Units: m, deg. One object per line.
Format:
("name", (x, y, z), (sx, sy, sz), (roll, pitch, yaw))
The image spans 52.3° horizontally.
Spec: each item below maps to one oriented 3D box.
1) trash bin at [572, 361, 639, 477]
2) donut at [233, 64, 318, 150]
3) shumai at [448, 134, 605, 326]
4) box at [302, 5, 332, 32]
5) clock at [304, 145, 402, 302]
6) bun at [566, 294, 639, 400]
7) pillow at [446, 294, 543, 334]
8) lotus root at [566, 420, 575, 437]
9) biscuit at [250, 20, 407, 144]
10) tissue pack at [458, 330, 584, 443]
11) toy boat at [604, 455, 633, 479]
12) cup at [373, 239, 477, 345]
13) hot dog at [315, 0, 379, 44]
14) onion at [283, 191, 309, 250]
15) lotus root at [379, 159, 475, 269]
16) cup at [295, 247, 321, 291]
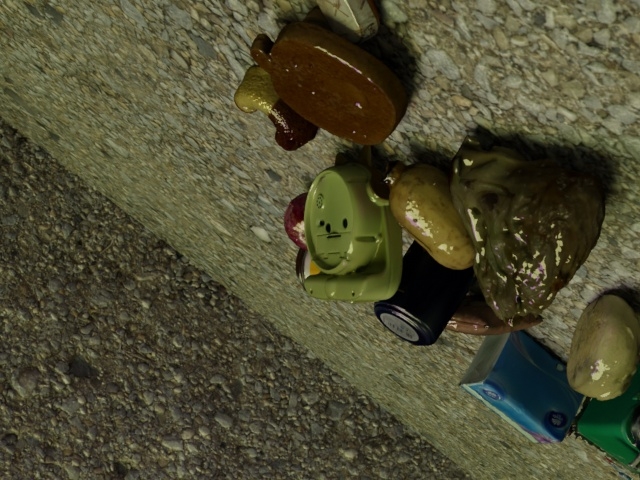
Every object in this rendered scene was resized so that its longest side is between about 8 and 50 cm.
("trash bin", (0.711, 0.388, 1.349), (0.259, 0.295, 0.381), (35, 165, 9))
("donut", (-0.103, -0.300, 1.470), (0.217, 0.085, 0.141), (40, 160, -2))
("shumai", (0.321, -0.032, 1.146), (0.283, 0.217, 0.346), (36, 150, 9))
("box", (0.014, -0.375, 1.186), (0.105, 0.037, 0.106), (32, 158, 15))
("clock", (0.061, -0.037, 1.473), (0.117, 0.349, 0.286), (0, 177, -28))
("bun", (0.583, 0.221, 1.319), (0.116, 0.210, 0.237), (17, 169, 10))
("pillow", (0.385, 0.183, 1.588), (0.223, 0.236, 0.084), (8, 100, 50))
("lotus root", (0.617, 0.481, 1.870), (0.278, 0.154, 0.154), (30, 158, 19))
("biscuit", (0.013, -0.299, 1.236), (0.314, 0.063, 0.367), (30, 171, 0))
("tissue pack", (0.535, 0.376, 1.711), (0.263, 0.198, 0.146), (39, 157, -5))
("toy boat", (0.629, 0.481, 1.281), (0.149, 0.034, 0.105), (51, 173, -21))
("cup", (0.251, 0.118, 1.542), (0.178, 0.256, 0.255), (32, 160, 15))
("hot dog", (0.028, -0.408, 1.067), (0.108, 0.059, 0.191), (0, 134, 48))
("onion", (-0.011, -0.053, 1.765), (0.177, 0.153, 0.177), (27, 146, 20))
("lotus root", (0.235, -0.059, 1.333), (0.284, 0.146, 0.160), (42, 179, -9))
("cup", (0.074, 0.080, 1.869), (0.279, 0.196, 0.196), (8, 145, 40))
